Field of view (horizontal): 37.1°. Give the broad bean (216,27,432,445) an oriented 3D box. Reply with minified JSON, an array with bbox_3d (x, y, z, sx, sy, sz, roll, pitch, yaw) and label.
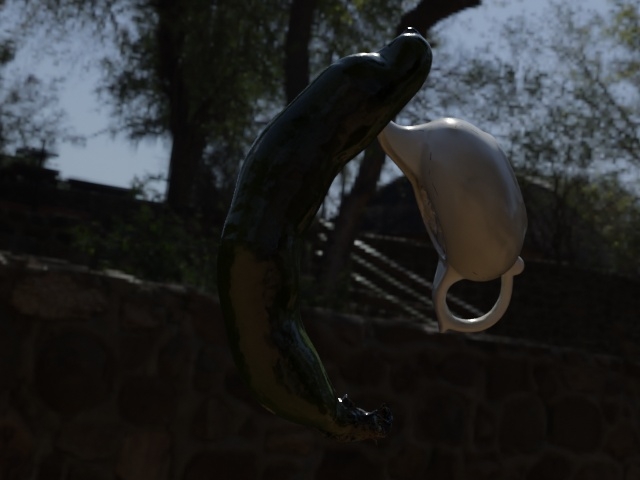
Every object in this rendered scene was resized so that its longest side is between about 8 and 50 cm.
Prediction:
[{"bbox_3d":[0.000,0.000,0.639,0.144,0.292,0.049,1,9,-27],"label":"broad bean"}]

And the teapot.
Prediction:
[{"bbox_3d":[0.173,-0.029,1.197,0.165,0.300,0.208,-12,7,-13],"label":"teapot"}]
